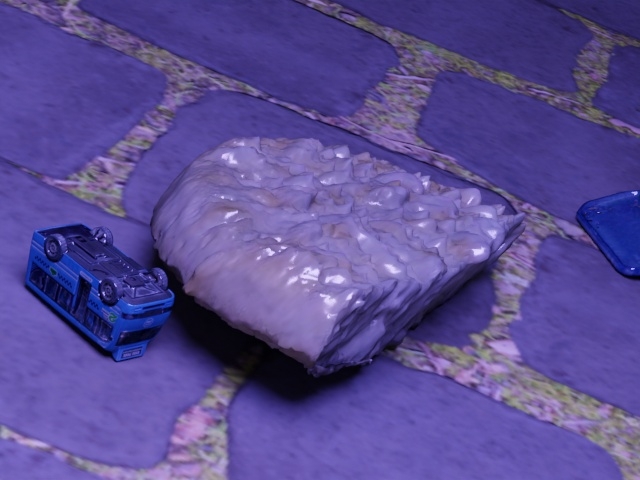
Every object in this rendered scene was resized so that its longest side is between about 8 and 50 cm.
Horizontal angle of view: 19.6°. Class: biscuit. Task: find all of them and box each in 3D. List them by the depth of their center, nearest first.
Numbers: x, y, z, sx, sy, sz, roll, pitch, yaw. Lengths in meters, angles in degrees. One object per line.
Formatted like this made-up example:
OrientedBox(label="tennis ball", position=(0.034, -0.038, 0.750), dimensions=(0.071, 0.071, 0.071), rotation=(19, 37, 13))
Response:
OrientedBox(label="biscuit", position=(0.000, 0.000, 1.074), dimensions=(0.179, 0.084, 0.281), rotation=(29, 20, 21))

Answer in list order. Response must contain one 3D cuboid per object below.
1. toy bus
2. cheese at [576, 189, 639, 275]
OrientedBox(label="toy bus", position=(-0.118, 0.025, 0.986), dimensions=(0.083, 0.046, 0.038), rotation=(35, 29, 32))
OrientedBox(label="cheese", position=(0.346, -0.040, 1.333), dimensions=(0.320, 0.083, 0.204), rotation=(-14, 35, -11))
